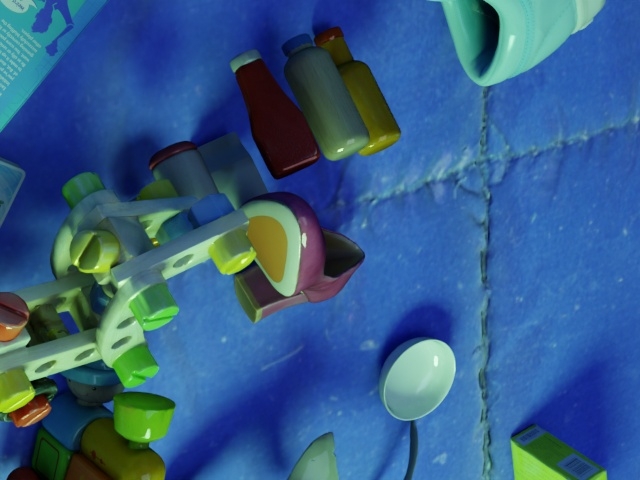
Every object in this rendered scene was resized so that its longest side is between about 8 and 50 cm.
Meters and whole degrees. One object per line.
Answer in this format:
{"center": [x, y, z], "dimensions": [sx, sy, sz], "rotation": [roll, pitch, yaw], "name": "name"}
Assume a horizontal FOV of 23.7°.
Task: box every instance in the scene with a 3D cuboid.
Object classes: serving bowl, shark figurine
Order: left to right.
{"center": [0.014, 0.216, 1.335], "dimensions": [0.278, 0.166, 0.116], "rotation": [-3, 103, -37], "name": "shark figurine"}
{"center": [0.085, 0.125, 1.424], "dimensions": [0.083, 0.027, 0.083], "rotation": [-16, 119, -30], "name": "serving bowl"}

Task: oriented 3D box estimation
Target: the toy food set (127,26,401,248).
{"center": [-0.056, -0.086, 1.178], "dimensions": [0.232, 0.111, 0.104], "rotation": [-25, 84, -10], "name": "toy food set"}

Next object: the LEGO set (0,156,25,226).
{"center": [-0.327, 0.031, 1.058], "dimensions": [0.182, 0.060, 0.244], "rotation": [25, 94, -39], "name": "LEGO set"}

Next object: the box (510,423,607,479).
{"center": [0.249, 0.288, 1.570], "dimensions": [0.042, 0.109, 0.178], "rotation": [-27, 125, -26], "name": "box"}

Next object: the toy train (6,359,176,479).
{"center": [-0.138, 0.179, 1.145], "dimensions": [0.105, 0.248, 0.143], "rotation": [4, 104, -37], "name": "toy train"}

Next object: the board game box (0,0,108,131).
{"center": [-0.243, -0.164, 1.019], "dimensions": [0.210, 0.047, 0.160], "rotation": [-52, 127, -8], "name": "board game box"}

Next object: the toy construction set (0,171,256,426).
{"center": [-0.223, 0.045, 1.029], "dimensions": [0.328, 0.151, 0.215], "rotation": [0, 147, -35], "name": "toy construction set"}

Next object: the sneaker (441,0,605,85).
{"center": [0.110, -0.263, 1.185], "dimensions": [0.150, 0.135, 0.366], "rotation": [-46, 130, -14], "name": "sneaker"}

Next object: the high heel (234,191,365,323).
{"center": [0.000, 0.000, 1.198], "dimensions": [0.117, 0.082, 0.244], "rotation": [-28, 163, -15], "name": "high heel"}
